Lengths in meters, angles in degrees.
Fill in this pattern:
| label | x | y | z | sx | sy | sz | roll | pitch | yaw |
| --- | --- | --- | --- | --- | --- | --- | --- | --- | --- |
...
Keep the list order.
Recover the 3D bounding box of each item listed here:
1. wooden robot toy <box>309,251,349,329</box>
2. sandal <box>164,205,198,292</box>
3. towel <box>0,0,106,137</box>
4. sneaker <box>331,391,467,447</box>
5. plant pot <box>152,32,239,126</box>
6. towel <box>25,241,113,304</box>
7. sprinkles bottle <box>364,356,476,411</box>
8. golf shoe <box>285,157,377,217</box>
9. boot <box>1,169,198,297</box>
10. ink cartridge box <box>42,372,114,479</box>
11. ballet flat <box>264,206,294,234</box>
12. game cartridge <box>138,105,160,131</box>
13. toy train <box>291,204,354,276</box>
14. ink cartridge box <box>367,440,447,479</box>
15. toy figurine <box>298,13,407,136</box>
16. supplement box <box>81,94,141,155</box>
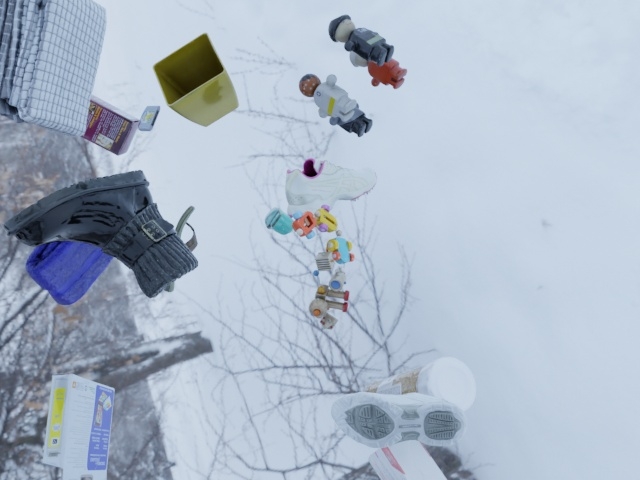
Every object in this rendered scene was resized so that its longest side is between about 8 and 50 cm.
| label | x | y | z | sx | sy | sz | roll | pitch | yaw |
| --- | --- | --- | --- | --- | --- | --- | --- | --- | --- |
| wooden robot toy | 0.011 | 0.113 | 1.040 | 0.079 | 0.076 | 0.173 | -55 | -28 | -61 |
| sandal | -0.465 | 0.029 | 1.868 | 0.120 | 0.086 | 0.302 | -162 | 84 | -75 |
| towel | -0.531 | -0.356 | 1.065 | 0.235 | 0.122 | 0.283 | -65 | -12 | -85 |
| sneaker | 0.135 | 0.314 | 0.985 | 0.115 | 0.233 | 0.090 | 37 | -120 | -86 |
| plant pot | -0.386 | -0.502 | 1.801 | 0.212 | 0.212 | 0.187 | 63 | -174 | 30 |
| towel | -0.652 | 0.048 | 1.473 | 0.076 | 0.227 | 0.308 | 28 | 157 | 3 |
| sprinkles bottle | 0.220 | 0.369 | 1.310 | 0.121 | 0.121 | 0.355 | 69 | 153 | 15 |
| golf shoe | 0.032 | -0.158 | 1.424 | 0.115 | 0.306 | 0.140 | 2 | 112 | 47 |
| boot | -0.411 | 0.010 | 1.097 | 0.131 | 0.348 | 0.260 | -25 | 94 | 34 |
| ink cartridge box | -0.674 | 0.551 | 1.546 | 0.303 | 0.072 | 0.307 | 88 | 180 | -67 |
| ballet flat | -0.136 | -0.058 | 1.891 | 0.087 | 0.083 | 0.247 | 36 | 180 | -14 |
| game cartridge | -0.508 | -0.362 | 1.629 | 0.056 | 0.017 | 0.083 | 6 | 72 | 33 |
| toy train | 0.000 | 0.000 | 1.085 | 0.046 | 0.125 | 0.166 | -21 | 112 | 36 |
| ink cartridge box | 0.165 | 0.454 | 1.096 | 0.115 | 0.067 | 0.198 | 55 | 159 | 19 |
| toy figurine | 0.064 | -0.350 | 1.189 | 0.148 | 0.213 | 0.209 | 38 | 101 | 18 |
| supplement box | -0.595 | -0.319 | 1.472 | 0.104 | 0.188 | 0.081 | -60 | 10 | 13 |
